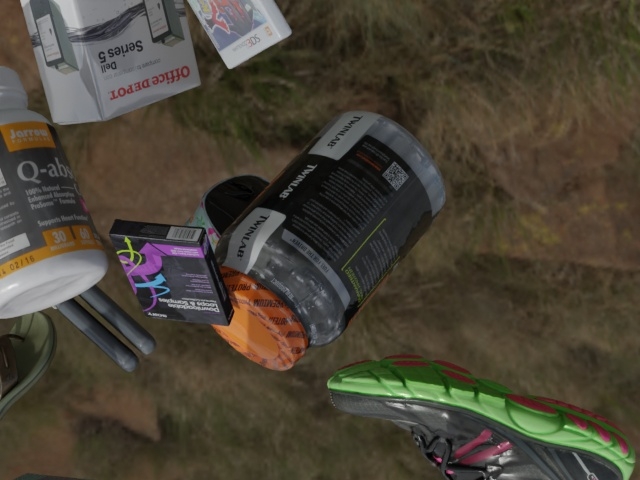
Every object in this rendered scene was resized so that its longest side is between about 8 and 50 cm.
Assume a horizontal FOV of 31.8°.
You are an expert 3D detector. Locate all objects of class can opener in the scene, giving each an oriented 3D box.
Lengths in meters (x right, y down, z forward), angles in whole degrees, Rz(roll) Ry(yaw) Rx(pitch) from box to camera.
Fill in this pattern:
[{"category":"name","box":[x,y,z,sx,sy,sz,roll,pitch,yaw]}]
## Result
[{"category":"can opener","box":[-0.360,0.098,1.724,0.074,0.280,0.093,-48,154,-12]}]

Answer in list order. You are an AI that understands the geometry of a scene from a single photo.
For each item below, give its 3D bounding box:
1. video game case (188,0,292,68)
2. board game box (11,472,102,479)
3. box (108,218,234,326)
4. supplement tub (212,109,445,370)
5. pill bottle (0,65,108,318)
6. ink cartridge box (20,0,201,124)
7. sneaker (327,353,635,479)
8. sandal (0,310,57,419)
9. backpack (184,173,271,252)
[{"category":"video game case","box":[-0.128,-0.320,1.393,0.023,0.201,0.183,-35,-169,-23]},{"category":"board game box","box":[-0.479,0.427,1.551,0.336,0.079,0.254,-21,-171,-42]},{"category":"box","box":[-0.176,0.041,1.348,0.116,0.029,0.162,5,142,17]},{"category":"supplement tub","box":[0.000,0.000,1.514,0.207,0.338,0.207,31,150,20]},{"category":"pill bottle","box":[-0.378,-0.059,1.359,0.162,0.278,0.162,-23,170,-4]},{"category":"ink cartridge box","box":[-0.290,-0.313,1.519,0.115,0.198,0.272,3,113,39]},{"category":"sneaker","box":[0.232,0.312,1.718,0.483,0.202,0.185,19,-173,5]},{"category":"sandal","box":[-0.552,0.226,1.908,0.120,0.302,0.086,-1,131,32]},{"category":"backpack","box":[-0.118,0.012,2.021,0.225,0.253,0.191,-33,169,-47]}]
